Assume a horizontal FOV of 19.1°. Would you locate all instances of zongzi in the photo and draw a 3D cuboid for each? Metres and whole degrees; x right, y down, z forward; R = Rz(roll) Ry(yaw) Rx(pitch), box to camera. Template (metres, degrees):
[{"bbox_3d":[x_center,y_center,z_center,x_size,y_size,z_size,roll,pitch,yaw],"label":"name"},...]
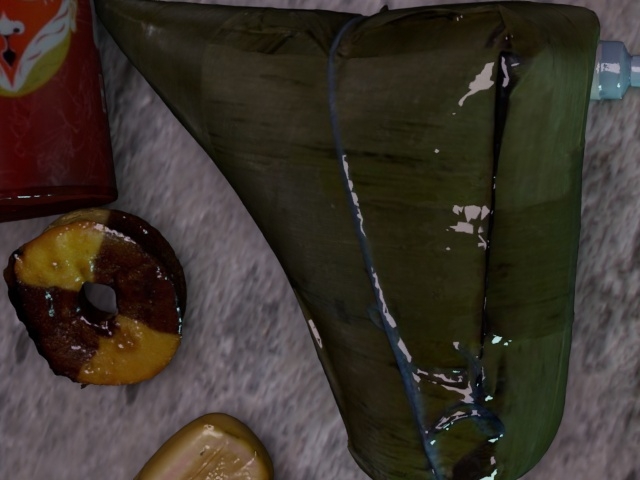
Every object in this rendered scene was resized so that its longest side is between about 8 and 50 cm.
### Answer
[{"bbox_3d":[0.000,0.000,1.374,0.393,0.174,0.356,6,100,25],"label":"zongzi"}]

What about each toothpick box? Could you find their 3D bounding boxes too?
[{"bbox_3d":[-0.265,-0.182,1.376,0.204,0.204,0.333,-7,87,6],"label":"toothpick box"}]

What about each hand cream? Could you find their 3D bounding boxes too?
[{"bbox_3d":[0.162,-0.127,1.402,0.171,0.043,0.065,2,96,8],"label":"hand cream"}]

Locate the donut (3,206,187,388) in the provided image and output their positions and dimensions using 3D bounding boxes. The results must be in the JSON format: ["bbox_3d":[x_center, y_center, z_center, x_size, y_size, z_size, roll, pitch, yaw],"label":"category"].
[{"bbox_3d":[-0.162,0.038,1.402,0.140,0.059,0.140,6,120,10],"label":"donut"}]

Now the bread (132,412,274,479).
[{"bbox_3d":[-0.090,0.180,1.413,0.082,0.056,0.115,38,102,-8],"label":"bread"}]
